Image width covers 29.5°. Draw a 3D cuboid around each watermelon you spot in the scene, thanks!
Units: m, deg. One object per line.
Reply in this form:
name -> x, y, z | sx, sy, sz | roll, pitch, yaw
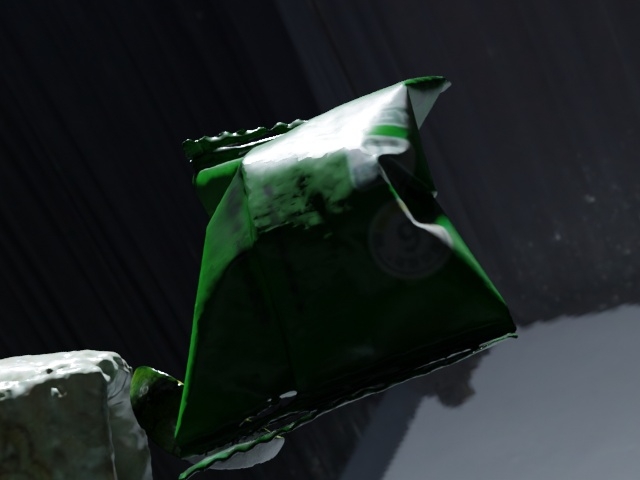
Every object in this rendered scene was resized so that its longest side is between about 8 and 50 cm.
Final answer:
watermelon -> -0.122, 0.182, 1.296 | 0.075, 0.181, 0.092 | -62, -2, 32

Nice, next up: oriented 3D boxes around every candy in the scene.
candy -> -0.004, -0.002, 0.529 | 0.141, 0.078, 0.203 | -33, 36, 21

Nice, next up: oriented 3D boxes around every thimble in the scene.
thimble -> -0.293, 0.258, 1.335 | 0.195, 0.291, 0.291 | -10, 20, -3
